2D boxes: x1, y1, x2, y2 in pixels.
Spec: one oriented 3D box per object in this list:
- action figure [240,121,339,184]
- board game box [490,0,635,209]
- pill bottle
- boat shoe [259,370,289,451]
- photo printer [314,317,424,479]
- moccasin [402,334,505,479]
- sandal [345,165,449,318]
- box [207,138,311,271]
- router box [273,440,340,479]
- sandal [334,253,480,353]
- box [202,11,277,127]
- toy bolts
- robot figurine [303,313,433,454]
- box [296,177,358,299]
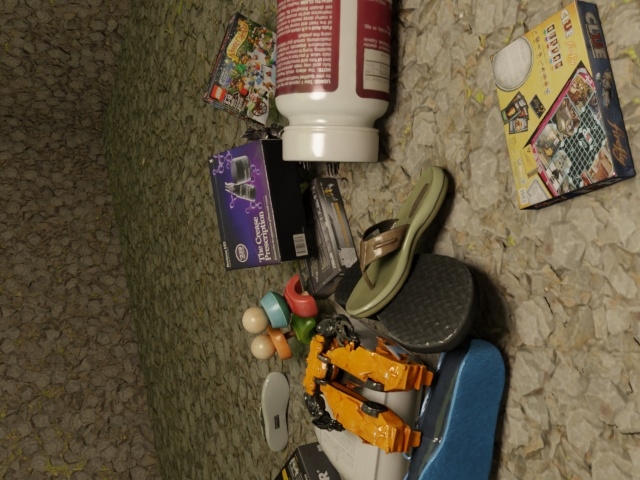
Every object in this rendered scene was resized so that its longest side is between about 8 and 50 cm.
[{"bbox_3d":[-0.085,-0.204,1.512,0.275,0.164,0.141,20,104,53],"label":"action figure"},{"bbox_3d":[0.329,-0.180,0.896,0.165,0.042,0.243,-24,71,59],"label":"board game box"},{"bbox_3d":[0.024,-0.348,1.240,0.224,0.224,0.392,12,102,60],"label":"pill bottle"},{"bbox_3d":[-0.131,0.450,1.712,0.070,0.078,0.219,16,107,58],"label":"boat shoe"},{"bbox_3d":[0.088,0.341,1.288,0.256,0.107,0.307,26,115,57],"label":"photo printer"},{"bbox_3d":[0.220,0.322,1.060,0.117,0.137,0.342,-146,75,-74],"label":"moccasin"},{"bbox_3d":[0.117,-0.005,1.119,0.303,0.086,0.120,-62,19,-4],"label":"sandal"},{"bbox_3d":[-0.136,-0.074,1.404,0.184,0.103,0.261,-10,89,44],"label":"box"},{"bbox_3d":[-0.009,0.669,1.508,0.309,0.081,0.243,65,144,34],"label":"router box"},{"bbox_3d":[0.163,0.107,1.135,0.167,0.107,0.446,-51,18,-7],"label":"sandal"},{"bbox_3d":[-0.179,-0.418,1.584,0.044,0.159,0.233,-3,68,60],"label":"box"},{"bbox_3d":[-0.075,0.216,1.429,0.218,0.158,0.228,52,162,46],"label":"toy bolts"},{"bbox_3d":[0.065,0.248,1.119,0.291,0.085,0.211,14,92,59],"label":"robot figurine"},{"bbox_3d":[0.000,0.000,1.472,0.183,0.056,0.231,-47,52,53],"label":"box"}]
